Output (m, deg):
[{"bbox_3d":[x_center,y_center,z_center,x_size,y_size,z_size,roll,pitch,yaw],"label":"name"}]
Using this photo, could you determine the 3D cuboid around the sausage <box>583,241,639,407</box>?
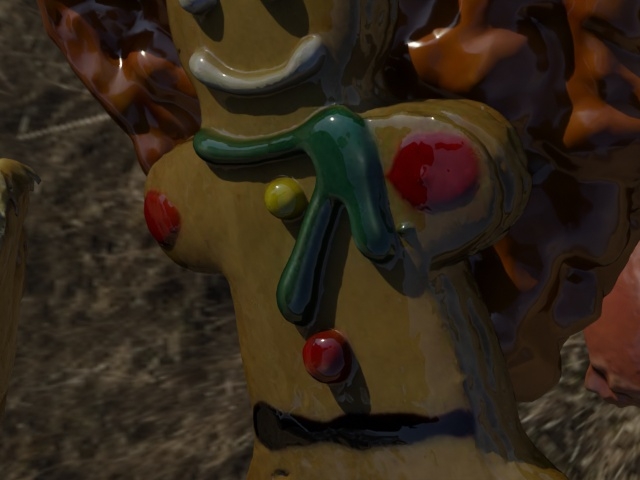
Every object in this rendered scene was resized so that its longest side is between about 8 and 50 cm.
[{"bbox_3d":[0.248,-0.003,1.040,0.148,0.148,0.254,33,99,12],"label":"sausage"}]

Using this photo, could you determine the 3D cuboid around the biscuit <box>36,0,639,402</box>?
[{"bbox_3d":[0.061,-0.106,0.768,0.312,0.110,0.318,-42,95,18],"label":"biscuit"}]

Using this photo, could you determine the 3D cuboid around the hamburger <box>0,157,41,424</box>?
[{"bbox_3d":[-0.261,0.073,1.039,0.144,0.283,0.259,10,124,-7],"label":"hamburger"}]

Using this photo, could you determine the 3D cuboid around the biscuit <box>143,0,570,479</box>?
[{"bbox_3d":[0.000,0.000,0.689,0.197,0.049,0.301,-5,100,41],"label":"biscuit"}]
